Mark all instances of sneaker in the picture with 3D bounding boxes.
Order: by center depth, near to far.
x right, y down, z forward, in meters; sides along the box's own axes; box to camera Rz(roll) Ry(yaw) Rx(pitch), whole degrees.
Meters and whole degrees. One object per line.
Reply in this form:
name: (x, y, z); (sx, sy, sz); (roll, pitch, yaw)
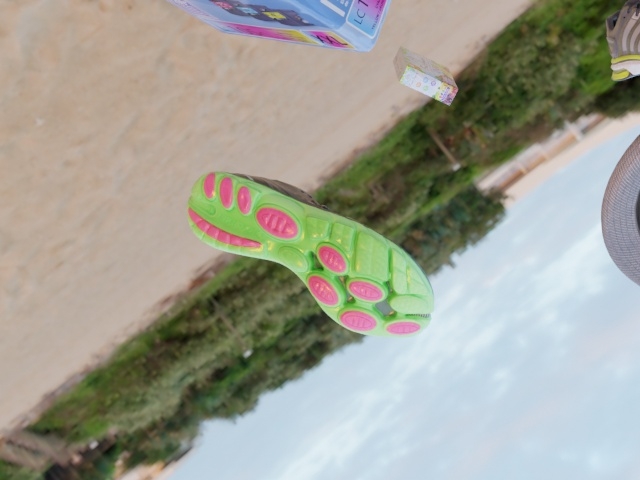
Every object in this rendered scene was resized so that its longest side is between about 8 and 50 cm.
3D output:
sneaker: (0.540, -0.340, 1.657); (0.111, 0.121, 0.300); (-24, -177, -16)
sneaker: (0.000, 0.000, 1.836); (0.185, 0.483, 0.202); (-64, 166, 22)

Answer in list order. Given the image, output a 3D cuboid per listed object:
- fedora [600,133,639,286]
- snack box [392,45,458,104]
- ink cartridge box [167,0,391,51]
fedora: (0.443, -0.069, 1.136); (0.124, 0.244, 0.275); (-68, -176, -55)
snack box: (0.183, -0.292, 1.828); (0.141, 0.100, 0.037); (-93, -153, -66)
ink cartridge box: (-0.128, -0.357, 1.151); (0.395, 0.270, 0.151); (23, 84, -51)
